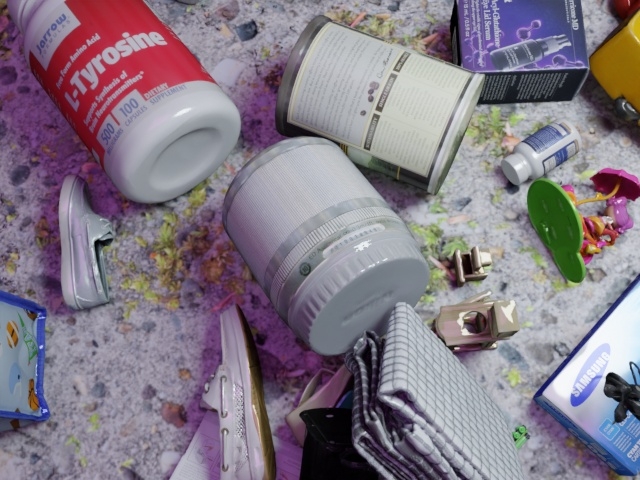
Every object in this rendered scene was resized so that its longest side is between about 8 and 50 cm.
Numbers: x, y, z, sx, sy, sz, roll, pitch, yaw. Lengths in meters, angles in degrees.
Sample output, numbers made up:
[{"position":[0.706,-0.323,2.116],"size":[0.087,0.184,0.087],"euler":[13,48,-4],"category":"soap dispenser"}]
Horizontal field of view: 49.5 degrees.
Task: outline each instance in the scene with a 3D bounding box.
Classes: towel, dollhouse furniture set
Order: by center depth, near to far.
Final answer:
[{"position":[0.145,0.250,0.894],"size":[0.121,0.235,0.284],"euler":[-38,104,18],"category":"towel"},{"position":[0.210,0.073,1.016],"size":[0.101,0.182,0.161],"euler":[-7,73,3],"category":"dollhouse furniture set"}]

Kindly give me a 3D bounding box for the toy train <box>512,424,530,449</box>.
[{"position":[0.279,0.308,1.025],"size":[0.083,0.017,0.024],"euler":[-43,84,-9],"category":"toy train"}]

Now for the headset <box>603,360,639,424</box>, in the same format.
[{"position":[0.535,0.281,0.868],"size":[0.394,0.185,0.243],"euler":[31,89,2],"category":"headset"}]

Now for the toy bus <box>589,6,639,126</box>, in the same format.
[{"position":[0.578,-0.209,1.083],"size":[0.332,0.108,0.130],"euler":[45,64,1],"category":"toy bus"}]

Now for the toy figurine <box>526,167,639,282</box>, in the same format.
[{"position":[0.434,-0.042,1.082],"size":[0.159,0.130,0.173],"euler":[-22,94,-12],"category":"toy figurine"}]

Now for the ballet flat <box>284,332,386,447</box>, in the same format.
[{"position":[0.041,0.203,1.049],"size":[0.086,0.086,0.248],"euler":[41,81,15],"category":"ballet flat"}]

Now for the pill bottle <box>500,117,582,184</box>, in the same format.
[{"position":[0.357,-0.142,1.130],"size":[0.120,0.067,0.067],"euler":[-32,73,-6],"category":"pill bottle"}]

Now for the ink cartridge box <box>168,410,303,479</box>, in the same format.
[{"position":[-0.137,0.395,1.025],"size":[0.189,0.066,0.232],"euler":[21,55,11],"category":"ink cartridge box"}]

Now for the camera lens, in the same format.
[{"position":[0.000,0.000,1.009],"size":[0.219,0.219,0.274],"euler":[-33,56,-6],"category":"camera lens"}]

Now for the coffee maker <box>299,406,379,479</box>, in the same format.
[{"position":[0.017,0.338,0.929],"size":[0.120,0.171,0.178],"euler":[7,99,3],"category":"coffee maker"}]

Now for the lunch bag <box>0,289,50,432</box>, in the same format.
[{"position":[-0.604,0.181,0.942],"size":[0.327,0.385,0.239],"euler":[-12,72,0],"category":"lunch bag"}]

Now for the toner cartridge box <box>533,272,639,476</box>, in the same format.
[{"position":[0.493,0.158,1.023],"size":[0.165,0.075,0.348],"euler":[41,80,16],"category":"toner cartridge box"}]

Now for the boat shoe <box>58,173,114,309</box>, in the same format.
[{"position":[-0.381,0.000,1.147],"size":[0.081,0.079,0.228],"euler":[-5,78,-4],"category":"boat shoe"}]

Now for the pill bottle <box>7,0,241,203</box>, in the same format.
[{"position":[-0.334,-0.277,1.143],"size":[0.229,0.229,0.408],"euler":[-38,74,-7],"category":"pill bottle"}]

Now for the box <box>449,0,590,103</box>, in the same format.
[{"position":[0.329,-0.322,1.167],"size":[0.207,0.108,0.153],"euler":[-3,72,4],"category":"box"}]

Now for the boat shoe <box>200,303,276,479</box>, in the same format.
[{"position":[-0.135,0.231,1.034],"size":[0.096,0.098,0.277],"euler":[-13,67,4],"category":"boat shoe"}]

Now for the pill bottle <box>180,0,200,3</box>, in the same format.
[{"position":[-0.232,-0.535,1.284],"size":[0.094,0.094,0.169],"euler":[17,75,10],"category":"pill bottle"}]

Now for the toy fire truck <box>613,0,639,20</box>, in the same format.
[{"position":[0.664,-0.418,1.154],"size":[0.254,0.169,0.302],"euler":[41,80,-4],"category":"toy fire truck"}]

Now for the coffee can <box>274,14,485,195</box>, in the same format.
[{"position":[0.093,-0.214,1.103],"size":[0.275,0.201,0.202],"euler":[23,76,11],"category":"coffee can"}]
